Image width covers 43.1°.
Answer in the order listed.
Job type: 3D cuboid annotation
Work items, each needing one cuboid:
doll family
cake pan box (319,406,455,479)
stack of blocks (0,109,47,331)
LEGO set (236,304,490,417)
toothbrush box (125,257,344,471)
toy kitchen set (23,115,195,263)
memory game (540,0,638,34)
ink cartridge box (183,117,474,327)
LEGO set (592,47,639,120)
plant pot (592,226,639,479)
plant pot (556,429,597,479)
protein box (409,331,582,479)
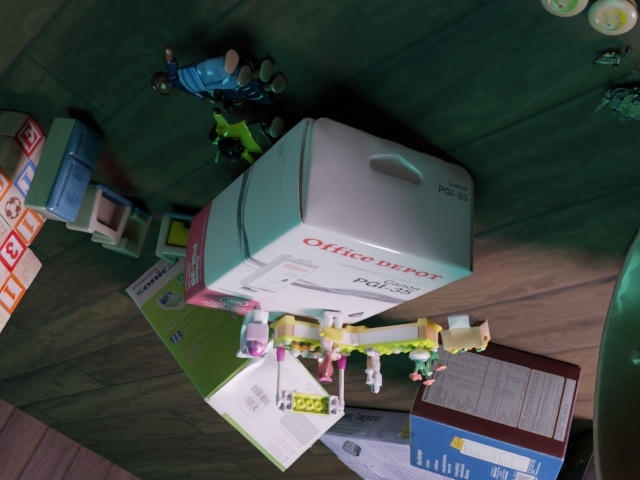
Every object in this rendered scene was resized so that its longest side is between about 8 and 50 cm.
[{"bbox_3d":[-0.092,-0.137,0.840,0.111,0.076,0.193,4,139,37],"label":"doll family"},{"bbox_3d":[0.155,0.403,1.499,0.246,0.070,0.267,-3,140,41],"label":"cake pan box"},{"bbox_3d":[-0.445,-0.006,1.055,0.087,0.297,0.171,9,147,20],"label":"stack of blocks"},{"bbox_3d":[0.047,0.144,0.932,0.287,0.107,0.132,3,159,-3],"label":"LEGO set"},{"bbox_3d":[-0.123,0.154,1.134,0.283,0.122,0.206,41,170,47],"label":"toothbrush box"},{"bbox_3d":[-0.236,-0.056,1.050,0.166,0.122,0.207,9,166,23],"label":"toy kitchen set"},{"bbox_3d":[0.217,-0.215,0.561,0.186,0.012,0.186,17,148,11],"label":"memory game"},{"bbox_3d":[0.000,0.000,0.884,0.207,0.117,0.283,16,154,-26],"label":"ink cartridge box"},{"bbox_3d":[0.255,-0.124,0.671,0.054,0.023,0.083,4,131,26],"label":"LEGO set"},{"bbox_3d":[0.439,0.138,0.696,0.306,0.333,0.334,9,148,4],"label":"plant pot"},{"bbox_3d":[0.420,0.385,1.192,0.167,0.188,0.187,37,149,-1],"label":"plant pot"},{"bbox_3d":[0.240,0.253,1.142,0.201,0.136,0.199,14,148,16],"label":"protein box"}]
